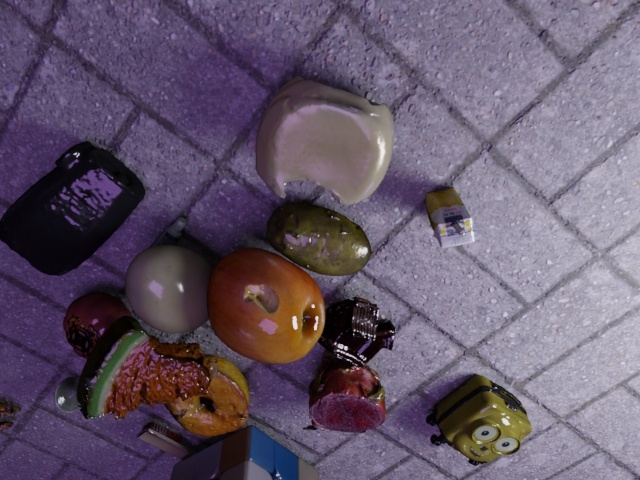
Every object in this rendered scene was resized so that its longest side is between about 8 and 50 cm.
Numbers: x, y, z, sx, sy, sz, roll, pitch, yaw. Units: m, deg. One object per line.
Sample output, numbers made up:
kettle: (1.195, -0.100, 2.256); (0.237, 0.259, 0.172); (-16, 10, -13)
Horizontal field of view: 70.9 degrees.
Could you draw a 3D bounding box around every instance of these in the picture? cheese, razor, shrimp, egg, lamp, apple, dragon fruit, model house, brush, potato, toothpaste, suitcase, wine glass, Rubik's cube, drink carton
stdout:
cheese: (0.009, -0.187, 0.879); (0.266, 0.127, 0.233); (18, 118, -6)
razor: (-0.546, -0.060, 0.981); (0.327, 0.107, 0.189); (-36, 113, 20)
shrimp: (-0.995, 0.529, 1.365); (0.188, 0.051, 0.132); (-5, 131, 14)
egg: (-0.329, 0.105, 1.001); (0.189, 0.188, 0.253); (-10, 148, 7)
lamp: (-0.545, 0.212, 1.122); (0.182, 0.140, 0.181); (6, 109, 18)
apple: (-0.110, 0.136, 0.964); (0.241, 0.242, 0.242); (18, 123, 27)
dragon fruit: (0.059, 0.405, 1.196); (0.211, 0.147, 0.282); (36, 128, -20)
model house: (0.092, 0.219, 1.120); (0.203, 0.141, 0.164); (33, 96, -37)
brush: (-0.432, 0.659, 1.415); (0.060, 0.050, 0.321); (-33, 120, 16)
potato: (0.000, 0.000, 0.994); (0.251, 0.113, 0.149); (15, 111, -16)
toothpaste: (-0.379, 0.021, 1.061); (0.062, 0.037, 0.216); (35, 119, -18)
suitcase: (0.440, 0.506, 1.236); (0.194, 0.143, 0.235); (34, 114, -15)
wine glass: (-0.599, 0.335, 1.175); (0.310, 0.096, 0.264); (-12, 116, 23)
Rubik's cube: (-0.226, 0.817, 1.301); (0.344, 0.346, 0.346); (-32, 121, 18)
drink carton: (0.266, -0.037, 0.910); (0.084, 0.200, 0.074); (-9, 120, 8)

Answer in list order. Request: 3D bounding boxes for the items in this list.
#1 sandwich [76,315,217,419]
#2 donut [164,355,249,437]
sandwich: (-0.394, 0.297, 1.075); (0.301, 0.162, 0.250); (19, 105, -28)
donut: (-0.311, 0.430, 1.239); (0.254, 0.118, 0.253); (1, 120, 2)
